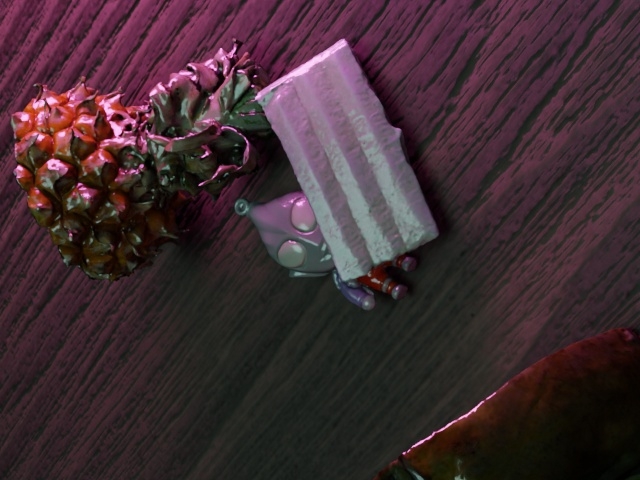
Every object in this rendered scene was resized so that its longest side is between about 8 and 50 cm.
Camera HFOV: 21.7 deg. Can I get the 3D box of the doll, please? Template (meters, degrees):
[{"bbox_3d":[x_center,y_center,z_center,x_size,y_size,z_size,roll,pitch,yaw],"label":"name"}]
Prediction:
[{"bbox_3d":[0.000,0.000,1.780,0.227,0.075,0.102,26,98,26],"label":"doll"}]

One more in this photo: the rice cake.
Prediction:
[{"bbox_3d":[0.030,-0.083,1.723,0.127,0.043,0.237,-28,76,8],"label":"rice cake"}]

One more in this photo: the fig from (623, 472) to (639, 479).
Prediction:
[{"bbox_3d":[0.337,0.321,1.462,0.203,0.203,0.235,7,143,43],"label":"fig"}]

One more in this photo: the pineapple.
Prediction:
[{"bbox_3d":[-0.165,-0.113,1.846,0.271,0.262,0.263,-25,79,26],"label":"pineapple"}]

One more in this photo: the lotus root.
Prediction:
[{"bbox_3d":[0.176,0.228,1.517,0.149,0.260,0.267,51,128,24],"label":"lotus root"}]
